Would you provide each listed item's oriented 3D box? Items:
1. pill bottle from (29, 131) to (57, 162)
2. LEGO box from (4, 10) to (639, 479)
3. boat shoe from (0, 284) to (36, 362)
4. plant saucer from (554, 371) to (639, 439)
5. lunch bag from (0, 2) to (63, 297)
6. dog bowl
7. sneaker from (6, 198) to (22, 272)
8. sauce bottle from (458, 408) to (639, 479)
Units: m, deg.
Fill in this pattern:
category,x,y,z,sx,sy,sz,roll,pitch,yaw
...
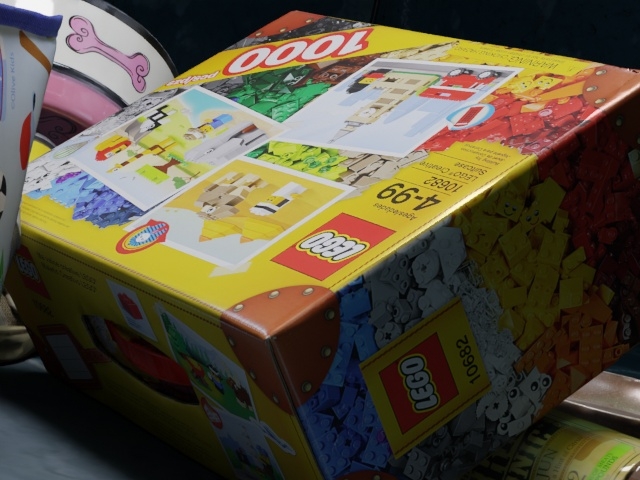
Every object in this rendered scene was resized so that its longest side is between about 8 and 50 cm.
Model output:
category,x,y,z,sx,sy,sz,roll,pitch,yaw
pill bottle,-0.338,-0.025,1.947,0.103,0.184,0.103,0,-38,0
LEGO box,0.000,0.000,1.445,0.372,0.193,0.500,-33,27,-24
boat shoe,-0.283,0.043,1.728,0.121,0.110,0.341,13,5,7
plant saucer,0.327,0.189,1.958,0.310,0.050,0.310,13,4,-1
lunch bag,-0.339,-0.026,1.164,0.239,0.328,0.385,12,3,13
dog bowl,-0.369,-0.120,2.102,0.408,0.150,0.408,1,-37,1
sneaker,-0.370,-0.042,1.478,0.366,0.210,0.137,-9,-15,40
sauce bottle,0.140,0.173,1.360,0.111,0.111,0.344,8,5,-44
